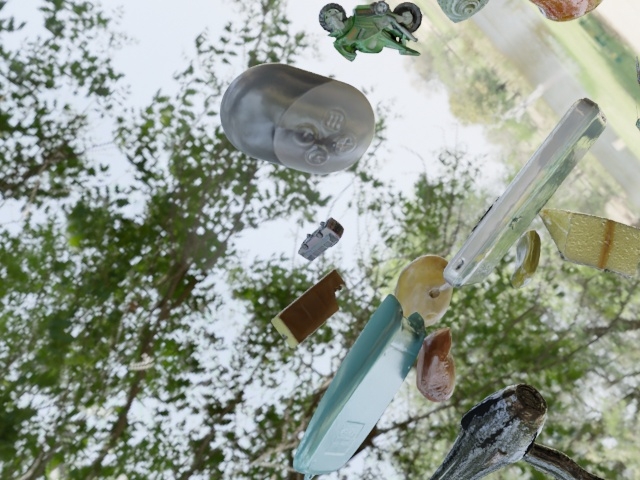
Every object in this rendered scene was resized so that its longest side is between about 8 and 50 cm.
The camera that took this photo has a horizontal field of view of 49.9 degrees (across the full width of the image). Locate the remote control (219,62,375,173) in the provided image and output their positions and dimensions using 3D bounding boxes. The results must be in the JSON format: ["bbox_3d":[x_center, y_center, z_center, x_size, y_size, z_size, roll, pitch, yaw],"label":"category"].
[{"bbox_3d":[-0.044,-0.248,1.430,0.332,0.221,0.103,14,-146,-18],"label":"remote control"}]

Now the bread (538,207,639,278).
[{"bbox_3d":[0.684,-0.001,1.788,0.240,0.135,0.178,12,-175,-20],"label":"bread"}]

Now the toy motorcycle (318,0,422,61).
[{"bbox_3d":[0.091,-0.378,1.242,0.074,0.190,0.106,-113,22,-72],"label":"toy motorcycle"}]

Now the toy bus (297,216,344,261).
[{"bbox_3d":[0.000,0.000,1.441,0.052,0.131,0.037,35,-129,-13],"label":"toy bus"}]

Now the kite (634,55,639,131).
[{"bbox_3d":[0.738,-0.327,1.577,0.198,0.006,0.244,58,-147,-64],"label":"kite"}]

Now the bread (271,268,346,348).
[{"bbox_3d":[-0.015,0.157,1.616,0.088,0.049,0.226,52,-133,3],"label":"bread"}]

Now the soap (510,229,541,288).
[{"bbox_3d":[0.451,0.042,1.505,0.045,0.089,0.140,21,-125,0],"label":"soap"}]

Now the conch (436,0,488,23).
[{"bbox_3d":[0.266,-0.466,1.256,0.102,0.153,0.135,12,155,17],"label":"conch"}]

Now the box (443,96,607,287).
[{"bbox_3d":[0.269,-0.056,0.902,0.044,0.285,0.142,41,-162,20],"label":"box"}]

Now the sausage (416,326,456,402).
[{"bbox_3d":[0.246,0.267,1.458,0.089,0.089,0.179,-80,-10,-67],"label":"sausage"}]

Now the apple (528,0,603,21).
[{"bbox_3d":[0.414,-0.483,1.205,0.209,0.164,0.209,31,-151,-19],"label":"apple"}]

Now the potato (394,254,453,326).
[{"bbox_3d":[0.279,0.136,1.889,0.146,0.233,0.150,30,-140,31],"label":"potato"}]

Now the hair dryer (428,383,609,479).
[{"bbox_3d":[0.387,0.415,1.190,0.360,0.303,0.120,26,-148,1],"label":"hair dryer"}]

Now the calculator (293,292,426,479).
[{"bbox_3d":[0.077,0.294,1.313,0.054,0.386,0.256,32,178,29],"label":"calculator"}]
